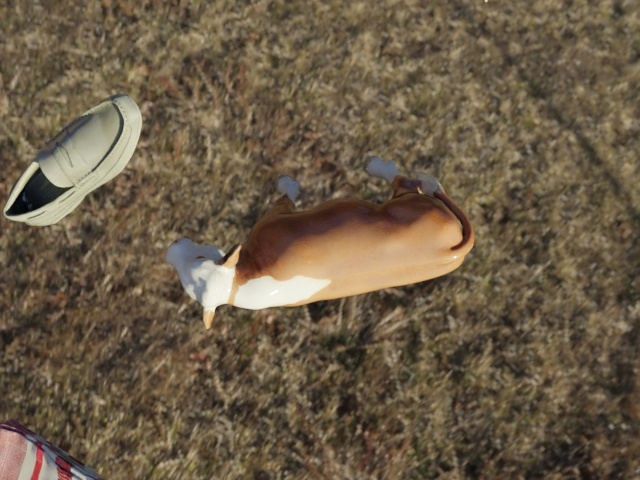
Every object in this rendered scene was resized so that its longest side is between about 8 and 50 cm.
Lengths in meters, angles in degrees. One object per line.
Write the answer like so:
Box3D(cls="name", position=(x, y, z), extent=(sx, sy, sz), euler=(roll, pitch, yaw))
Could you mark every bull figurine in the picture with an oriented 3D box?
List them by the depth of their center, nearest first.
Box3D(cls="bull figurine", position=(0.000, 0.000, 1.032), extent=(0.310, 0.101, 0.188), euler=(-5, 33, 2))

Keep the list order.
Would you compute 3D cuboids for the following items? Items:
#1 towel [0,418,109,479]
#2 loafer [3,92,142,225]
Box3D(cls="towel", position=(-0.392, 0.441, 1.469), extent=(0.329, 0.237, 0.037), euler=(23, 8, 25))
Box3D(cls="loafer", position=(-0.415, -0.126, 1.651), extent=(0.112, 0.319, 0.111), euler=(54, 31, 12))
